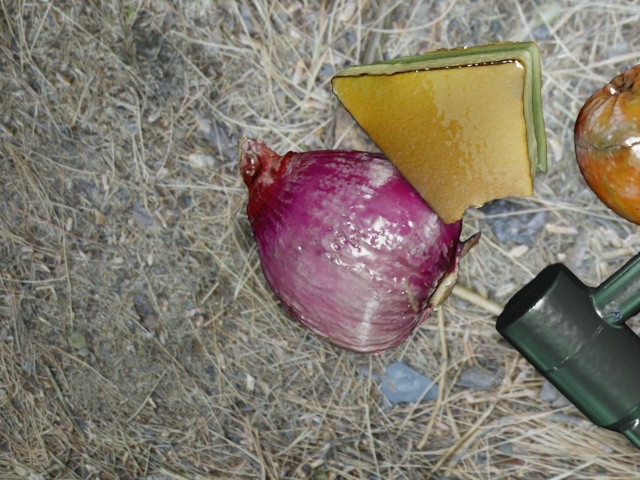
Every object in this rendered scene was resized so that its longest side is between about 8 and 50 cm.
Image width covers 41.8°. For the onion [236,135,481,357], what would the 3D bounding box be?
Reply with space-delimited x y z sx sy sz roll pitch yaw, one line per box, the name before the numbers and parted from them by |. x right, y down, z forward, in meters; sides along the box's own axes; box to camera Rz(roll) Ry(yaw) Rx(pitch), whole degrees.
onion | 0.000 0.000 1.061 0.349 0.159 0.267 29 121 10

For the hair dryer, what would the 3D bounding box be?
hair dryer | 0.390 0.087 0.949 0.244 0.116 0.302 42 118 -1

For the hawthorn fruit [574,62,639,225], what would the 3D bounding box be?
hawthorn fruit | 0.343 -0.094 0.839 0.173 0.173 0.172 11 118 22

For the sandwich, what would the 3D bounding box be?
sandwich | 0.138 -0.120 0.960 0.220 0.108 0.186 1 113 24
